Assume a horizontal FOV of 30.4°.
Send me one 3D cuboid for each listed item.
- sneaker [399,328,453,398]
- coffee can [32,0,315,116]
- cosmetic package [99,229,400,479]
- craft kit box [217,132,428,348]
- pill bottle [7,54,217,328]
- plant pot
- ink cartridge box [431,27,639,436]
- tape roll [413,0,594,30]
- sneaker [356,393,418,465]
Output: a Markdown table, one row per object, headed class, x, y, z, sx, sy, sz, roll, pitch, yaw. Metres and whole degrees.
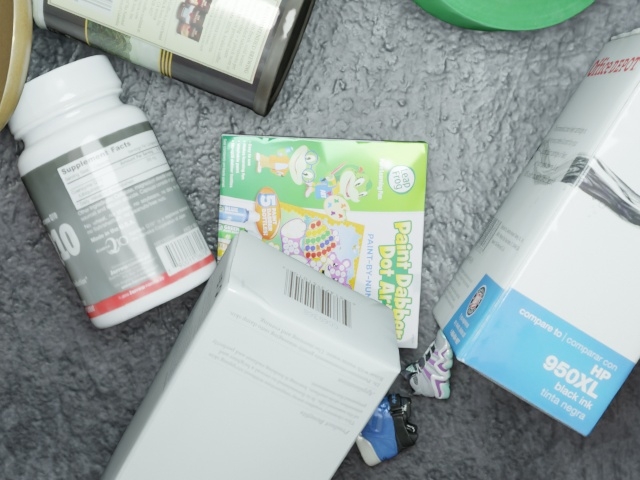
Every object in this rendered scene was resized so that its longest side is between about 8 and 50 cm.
| class | x | y | z | sx | sy | sz | roll | pitch | yaw |
| --- | --- | --- | --- | --- | --- | --- | --- | --- | --- |
| sneaker | 0.123 | 0.150 | 1.420 | 0.069 | 0.038 | 0.098 | -1 | 115 | -1 |
| coffee can | -0.152 | -0.281 | 1.315 | 0.275 | 0.201 | 0.201 | 22 | 96 | -1 |
| cosmetic package | -0.095 | 0.215 | 1.331 | 0.217 | 0.156 | 0.385 | 28 | 111 | -11 |
| craft kit box | 0.000 | 0.000 | 1.414 | 0.247 | 0.061 | 0.249 | 2 | 96 | -1 |
| pill bottle | -0.248 | -0.056 | 1.359 | 0.161 | 0.161 | 0.283 | -25 | 94 | 4 |
| plant pot | -0.367 | -0.219 | 1.304 | 0.032 | 0.236 | 0.236 | 2 | 97 | -35 |
| ink cartridge box | 0.303 | -0.021 | 1.287 | 0.166 | 0.285 | 0.394 | 31 | 96 | -3 |
| tape roll | 0.204 | -0.393 | 1.300 | 0.321 | 0.077 | 0.321 | -4 | 101 | -21 |
| sneaker | 0.064 | 0.193 | 1.426 | 0.085 | 0.058 | 0.152 | -26 | 99 | 9 |
